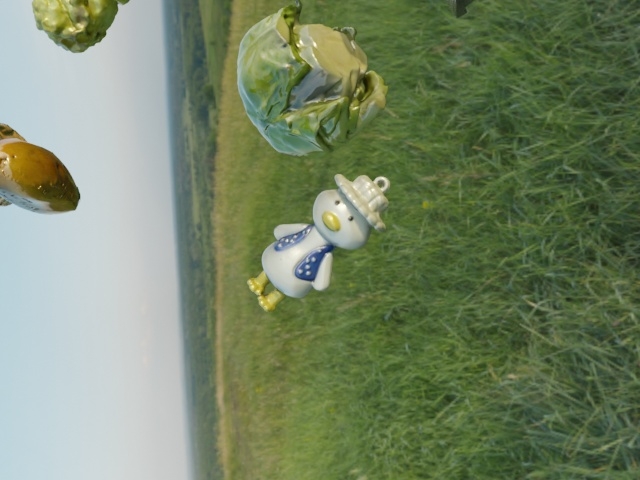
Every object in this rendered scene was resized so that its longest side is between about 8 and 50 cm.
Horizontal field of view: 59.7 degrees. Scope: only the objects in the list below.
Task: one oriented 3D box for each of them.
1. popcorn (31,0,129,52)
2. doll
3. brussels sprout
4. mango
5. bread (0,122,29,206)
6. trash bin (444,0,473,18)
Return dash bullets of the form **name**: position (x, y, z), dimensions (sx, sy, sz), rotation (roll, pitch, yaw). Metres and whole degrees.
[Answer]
- **popcorn**: position (-0.692, -0.690, 1.581), dimensions (0.286, 0.225, 0.174), rotation (-50, 16, 6)
- **doll**: position (0.000, 0.000, 0.910), dimensions (0.138, 0.293, 0.119), rotation (54, -166, 22)
- **brussels sprout**: position (-0.052, -0.439, 1.640), dimensions (0.425, 0.342, 0.361), rotation (55, 140, 5)
- **mango**: position (-0.656, -0.136, 1.280), dimensions (0.156, 0.151, 0.248), rotation (39, 171, 30)
- **bread**: position (-0.878, -0.202, 1.517), dimensions (0.204, 0.156, 0.288), rotation (56, 174, -23)
- **trash bin**: position (0.377, -0.714, 1.359), dimensions (0.219, 0.250, 0.219), rotation (58, -171, 4)
